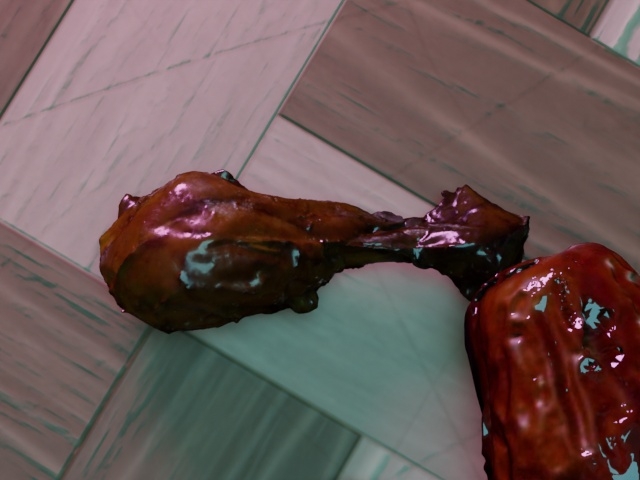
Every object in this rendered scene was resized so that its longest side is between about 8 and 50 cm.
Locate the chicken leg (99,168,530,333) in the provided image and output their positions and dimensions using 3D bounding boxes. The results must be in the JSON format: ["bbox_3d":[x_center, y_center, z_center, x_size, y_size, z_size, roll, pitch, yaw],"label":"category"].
[{"bbox_3d":[0.000,0.000,1.208,0.304,0.093,0.113,-4,72,-9],"label":"chicken leg"}]

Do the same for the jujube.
[{"bbox_3d":[0.198,0.146,1.147,0.197,0.197,0.290,-22,79,-6],"label":"jujube"}]
